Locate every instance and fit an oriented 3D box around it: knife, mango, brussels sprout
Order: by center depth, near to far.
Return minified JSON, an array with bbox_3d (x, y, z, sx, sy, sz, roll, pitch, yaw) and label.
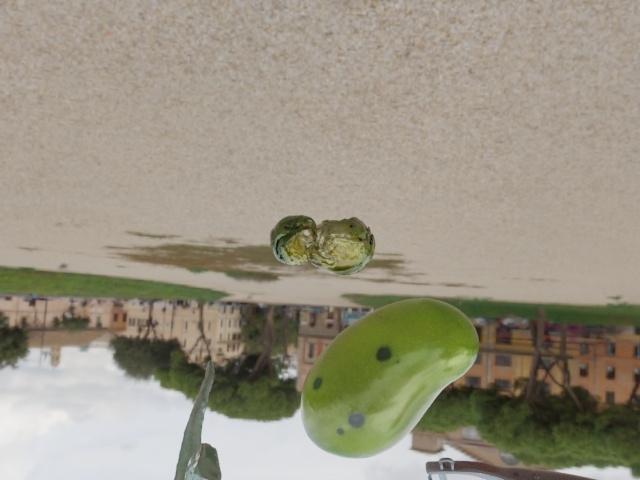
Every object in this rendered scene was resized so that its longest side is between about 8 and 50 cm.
[{"bbox_3d":[-0.001,0.000,0.481,0.083,0.046,0.051,12,170,-28],"label":"brussels sprout"},{"bbox_3d":[0.244,0.247,0.608,0.278,0.053,0.123,3,144,23],"label":"knife"},{"bbox_3d":[0.088,0.188,0.893,0.293,0.175,0.143,-43,140,23],"label":"mango"}]

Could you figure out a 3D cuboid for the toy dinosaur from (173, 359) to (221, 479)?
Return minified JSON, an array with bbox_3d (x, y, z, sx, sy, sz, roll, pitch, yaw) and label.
[{"bbox_3d":[-0.073,0.185,0.353,0.053,0.167,0.242,18,-148,-33],"label":"toy dinosaur"}]
